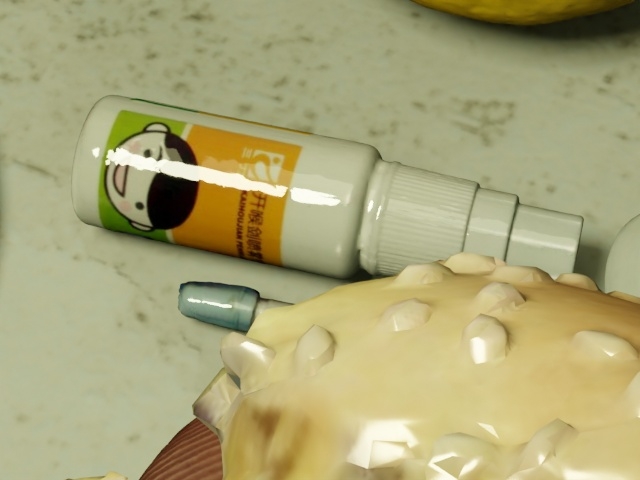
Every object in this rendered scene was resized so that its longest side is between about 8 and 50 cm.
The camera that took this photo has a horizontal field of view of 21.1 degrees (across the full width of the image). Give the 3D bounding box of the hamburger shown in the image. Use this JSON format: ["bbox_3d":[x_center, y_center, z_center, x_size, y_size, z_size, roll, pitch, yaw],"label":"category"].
[{"bbox_3d":[0.124,0.216,0.378,0.268,0.445,0.287,-38,33,-24],"label":"hamburger"}]

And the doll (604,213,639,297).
[{"bbox_3d":[0.202,0.061,0.668,0.195,0.153,0.258,23,79,-5],"label":"doll"}]

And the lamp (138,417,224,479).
[{"bbox_3d":[0.011,0.151,0.596,0.180,0.180,0.258,-11,60,-4],"label":"lamp"}]

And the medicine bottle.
[{"bbox_3d":[0.000,0.000,0.752,0.221,0.061,0.092,11,85,9],"label":"medicine bottle"}]

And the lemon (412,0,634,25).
[{"bbox_3d":[0.086,-0.191,0.784,0.257,0.188,0.188,16,61,13],"label":"lemon"}]
